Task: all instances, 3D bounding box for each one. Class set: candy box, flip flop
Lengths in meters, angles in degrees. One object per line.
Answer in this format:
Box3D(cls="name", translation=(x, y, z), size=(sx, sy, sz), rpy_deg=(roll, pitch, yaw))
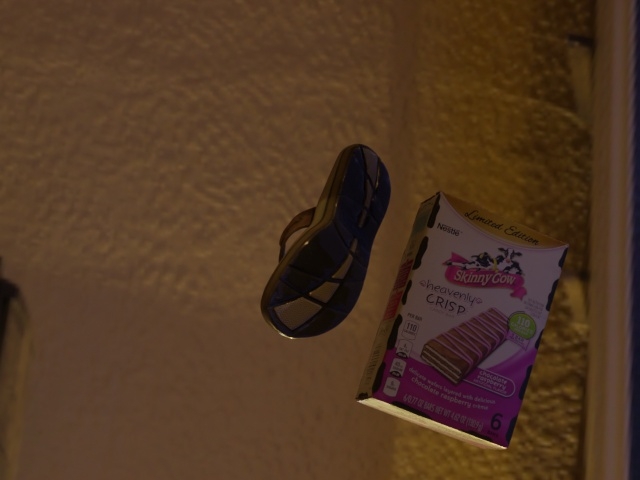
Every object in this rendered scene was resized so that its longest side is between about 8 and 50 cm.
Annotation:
Box3D(cls="candy box", translation=(0.152, 0.086, 1.206), size=(0.071, 0.159, 0.233), rpy_deg=(143, -33, -73))
Box3D(cls="flip flop", translation=(0.000, 0.000, 1.301), size=(0.080, 0.112, 0.277), rpy_deg=(-10, -137, 37))
